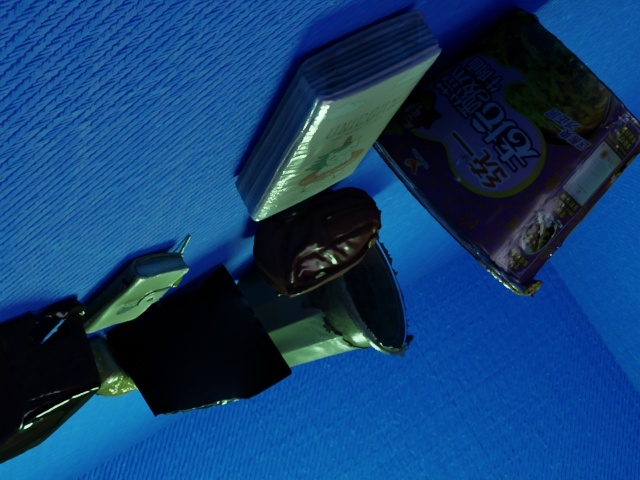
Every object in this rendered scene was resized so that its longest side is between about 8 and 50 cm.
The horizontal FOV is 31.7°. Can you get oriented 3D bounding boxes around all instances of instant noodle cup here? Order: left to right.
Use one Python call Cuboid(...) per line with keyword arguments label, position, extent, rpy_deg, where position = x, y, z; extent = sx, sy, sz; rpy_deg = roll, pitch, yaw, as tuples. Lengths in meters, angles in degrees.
Cuboid(label="instant noodle cup", position=(0.262, -0.128, 1.511), extent=(0.266, 0.340, 0.340), rpy_deg=(-43, 168, 12))

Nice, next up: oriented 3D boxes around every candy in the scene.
Cuboid(label="candy", position=(-0.204, 0.027, 1.620), extent=(0.123, 0.035, 0.035), rpy_deg=(-56, -172, 46))

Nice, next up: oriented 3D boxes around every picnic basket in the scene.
Cuboid(label="picnic basket", position=(-0.422, 0.215, 1.549), extent=(0.222, 0.129, 0.297), rpy_deg=(-24, 169, -47))

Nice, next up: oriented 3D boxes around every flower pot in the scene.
Cuboid(label="flower pot", position=(-0.007, 0.116, 2.055), extent=(0.259, 0.290, 0.290), rpy_deg=(-24, 174, 20))

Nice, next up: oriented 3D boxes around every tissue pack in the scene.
Cuboid(label="tissue pack", position=(0.011, -0.138, 1.335), extent=(0.170, 0.071, 0.325), rpy_deg=(-26, 169, -25))

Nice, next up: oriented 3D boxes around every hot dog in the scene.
Cuboid(label="hot dog", position=(-0.363, 0.220, 1.907), extent=(0.073, 0.084, 0.242), rpy_deg=(-28, 171, -4))

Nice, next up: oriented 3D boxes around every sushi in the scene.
Cuboid(label="sushi", position=(-0.199, 0.200, 1.928), extent=(0.227, 0.215, 0.212), rpy_deg=(-32, 171, -5))

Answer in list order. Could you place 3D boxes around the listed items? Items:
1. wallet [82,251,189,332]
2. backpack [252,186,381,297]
Cuboid(label="wallet", position=(-0.265, 0.070, 1.592), extent=(0.155, 0.039, 0.110), rpy_deg=(-40, 163, 36))
Cuboid(label="backpack", position=(-0.001, -0.002, 1.769), extent=(0.229, 0.139, 0.229), rpy_deg=(-29, 170, -6))
